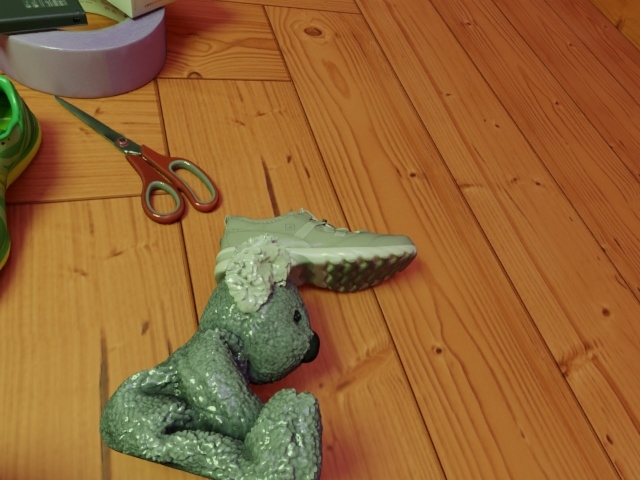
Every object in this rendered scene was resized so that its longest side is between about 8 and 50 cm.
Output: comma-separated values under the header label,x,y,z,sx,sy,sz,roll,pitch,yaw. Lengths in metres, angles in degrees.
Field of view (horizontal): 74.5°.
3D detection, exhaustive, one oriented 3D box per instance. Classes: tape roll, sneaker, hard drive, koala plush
label,x,y,z,sx,sy,sz,roll,pitch,yaw
tape roll,-0.397,-0.360,0.685,0.274,0.090,0.275,9,57,-13
sneaker,0.000,0.000,0.571,0.280,0.105,0.116,1,58,-17
hard drive,-0.417,-0.332,0.592,0.135,0.022,0.094,-24,68,-29
sneaker,-0.409,-0.074,0.475,0.109,0.124,0.296,2,58,-17
koala plush,-0.081,0.116,0.426,0.203,0.196,0.222,14,58,3

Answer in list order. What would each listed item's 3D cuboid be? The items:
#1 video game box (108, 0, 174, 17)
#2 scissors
label,x,y,z,sx,sy,sz,roll,pitch,yaw
video game box,-0.317,-0.468,0.697,0.205,0.048,0.187,37,57,7
scissors,-0.272,-0.137,0.628,0.109,0.021,0.297,-35,73,-30
